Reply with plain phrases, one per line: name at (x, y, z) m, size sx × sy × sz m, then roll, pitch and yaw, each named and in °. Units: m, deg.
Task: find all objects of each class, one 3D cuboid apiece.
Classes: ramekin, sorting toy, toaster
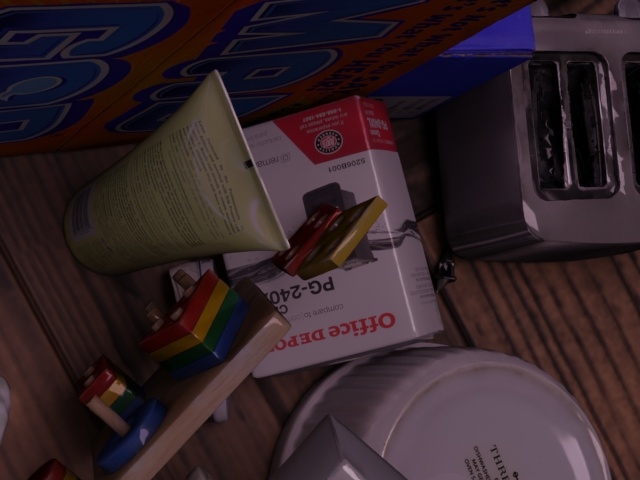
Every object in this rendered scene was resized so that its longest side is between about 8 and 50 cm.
ramekin at (0.082, 0.161, 0.974) m, size 0.207 × 0.109 × 0.207 m, roll 5°, pitch 79°, yaw -24°
sorting toy at (-0.079, 0.063, 0.857) m, size 0.046 × 0.132 × 0.274 m, roll 44°, pitch 89°, yaw -12°
toaster at (0.164, -0.065, 1.049) m, size 0.168 × 0.110 × 0.185 m, roll -2°, pitch 85°, yaw -25°

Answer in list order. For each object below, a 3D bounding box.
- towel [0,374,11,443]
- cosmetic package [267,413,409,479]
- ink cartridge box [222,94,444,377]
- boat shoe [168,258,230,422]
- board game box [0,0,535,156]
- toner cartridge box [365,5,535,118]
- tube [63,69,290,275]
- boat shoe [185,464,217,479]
towel at (-0.355, 0.199, 0.779) m, size 0.321 × 0.090 × 0.374 m, roll 21°, pitch 73°, yaw -23°
cosmetic package at (-0.013, 0.323, 0.813) m, size 0.284 × 0.097 × 0.377 m, roll 41°, pitch 94°, yaw -11°
ink cartridge box at (0.000, 0.000, 0.962) m, size 0.109 × 0.063 × 0.150 m, roll -15°, pitch 86°, yaw 16°
boat shoe at (-0.075, 0.062, 0.964) m, size 0.035 × 0.035 × 0.100 m, roll -8°, pitch 87°, yaw 1°
board game box at (-0.120, -0.254, 0.818) m, size 0.356 × 0.356 × 0.356 m, roll -7°, pitch 84°, yaw -26°
toner cartridge box at (0.041, -0.262, 1.002) m, size 0.075 × 0.165 × 0.347 m, roll -4°, pitch 82°, yaw -25°
tube at (-0.078, -0.022, 0.859) m, size 0.070 × 0.240 × 0.062 m, roll 28°, pitch 72°, yaw -17°
boat shoe at (-0.020, 0.275, 0.906) m, size 0.091 × 0.109 × 0.305 m, roll -30°, pitch 94°, yaw 0°
